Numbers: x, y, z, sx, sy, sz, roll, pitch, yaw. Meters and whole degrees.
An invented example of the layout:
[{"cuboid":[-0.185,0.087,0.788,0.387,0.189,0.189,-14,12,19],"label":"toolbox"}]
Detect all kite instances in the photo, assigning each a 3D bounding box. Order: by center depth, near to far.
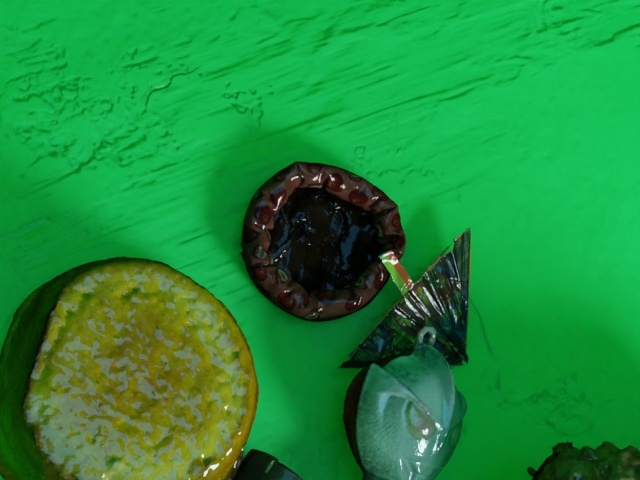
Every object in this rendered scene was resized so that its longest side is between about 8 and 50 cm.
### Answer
[{"cuboid":[0.117,0.090,1.885,0.241,0.014,0.183,-41,112,-19],"label":"kite"}]

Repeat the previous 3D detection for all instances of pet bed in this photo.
[{"cuboid":[0.000,0.000,1.875,0.201,0.053,0.201,3,78,-14],"label":"pet bed"}]

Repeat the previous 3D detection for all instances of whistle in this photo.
[{"cuboid":[0.078,0.263,1.814,0.133,0.142,0.346,15,85,24],"label":"whistle"}]

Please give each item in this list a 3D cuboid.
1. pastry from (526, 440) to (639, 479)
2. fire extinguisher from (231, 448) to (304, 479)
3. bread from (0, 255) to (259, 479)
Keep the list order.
[{"cuboid":[0.388,0.391,1.800,0.405,0.292,0.337,3,87,-28],"label":"pastry"},{"cuboid":[-0.115,0.386,1.738,0.114,0.095,0.311,25,70,28],"label":"fire extinguisher"},{"cuboid":[-0.206,0.167,1.718,0.312,0.172,0.312,4,76,-15],"label":"bread"}]
